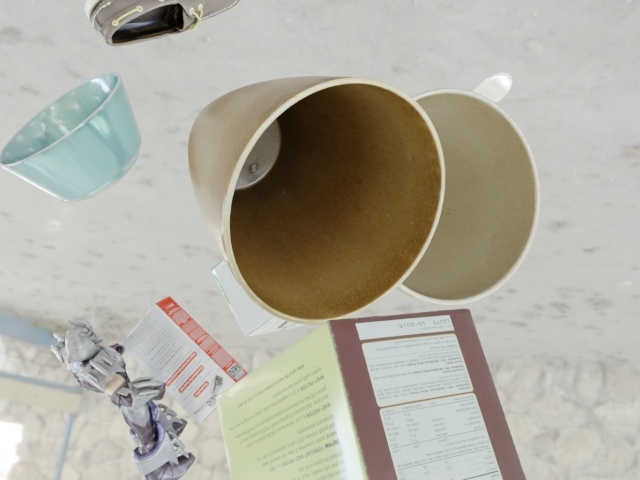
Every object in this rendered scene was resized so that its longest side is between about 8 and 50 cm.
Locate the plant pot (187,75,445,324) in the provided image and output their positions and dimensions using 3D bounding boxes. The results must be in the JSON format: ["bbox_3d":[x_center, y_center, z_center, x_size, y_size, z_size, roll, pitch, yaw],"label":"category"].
[{"bbox_3d":[-0.038,-0.073,0.782,0.237,0.237,0.254,21,-171,-35],"label":"plant pot"}]

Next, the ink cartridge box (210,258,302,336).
[{"bbox_3d":[-0.129,0.129,2.002,0.121,0.211,0.289,-38,163,23],"label":"ink cartridge box"}]

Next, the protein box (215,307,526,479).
[{"bbox_3d":[0.036,0.183,0.566,0.135,0.201,0.200,-1,155,-33],"label":"protein box"}]

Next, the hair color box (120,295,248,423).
[{"bbox_3d":[-0.200,0.175,1.089,0.167,0.093,0.053,44,-162,5],"label":"hair color box"}]

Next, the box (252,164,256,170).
[{"bbox_3d":[-0.108,-0.082,1.616,0.158,0.156,0.093,-4,-150,-22],"label":"box"}]

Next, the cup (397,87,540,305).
[{"bbox_3d":[0.158,-0.070,1.232,0.330,0.331,0.237,16,176,-23],"label":"cup"}]

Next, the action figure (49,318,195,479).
[{"bbox_3d":[-0.270,0.209,1.020,0.185,0.099,0.285,33,152,51],"label":"action figure"}]

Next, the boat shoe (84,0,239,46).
[{"bbox_3d":[-0.293,-0.455,1.466,0.324,0.097,0.117,-20,159,-30],"label":"boat shoe"}]

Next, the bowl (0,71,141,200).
[{"bbox_3d":[-0.509,-0.202,1.587,0.311,0.312,0.163,-5,132,37],"label":"bowl"}]

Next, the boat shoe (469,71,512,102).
[{"bbox_3d":[0.372,-0.336,1.770,0.066,0.184,0.063,42,-169,-19],"label":"boat shoe"}]
